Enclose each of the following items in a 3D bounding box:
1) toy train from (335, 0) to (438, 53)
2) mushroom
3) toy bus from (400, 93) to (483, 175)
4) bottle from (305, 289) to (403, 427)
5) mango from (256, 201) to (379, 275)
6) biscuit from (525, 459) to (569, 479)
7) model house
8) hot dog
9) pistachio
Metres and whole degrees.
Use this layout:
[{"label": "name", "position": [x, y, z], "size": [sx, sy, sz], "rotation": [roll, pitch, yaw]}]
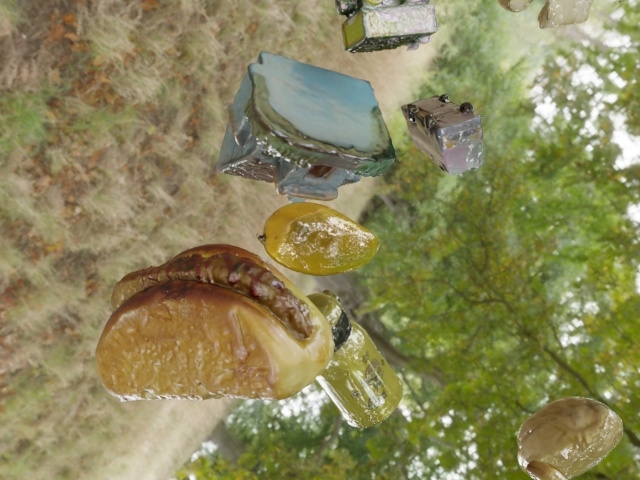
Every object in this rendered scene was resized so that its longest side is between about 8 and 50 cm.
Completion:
[{"label": "toy train", "position": [0.160, -0.559, 1.612], "size": [0.261, 0.177, 0.134], "rotation": [-11, -176, -21]}, {"label": "mushroom", "position": [0.423, -0.483, 1.186], "size": [0.285, 0.151, 0.156], "rotation": [-12, 132, -18]}, {"label": "toy bus", "position": [0.269, -0.240, 1.462], "size": [0.112, 0.138, 0.317], "rotation": [-16, -158, 1]}, {"label": "bottle", "position": [0.050, 0.271, 1.560], "size": [0.171, 0.351, 0.171], "rotation": [-24, -150, 15]}, {"label": "mango", "position": [0.000, 0.000, 0.920], "size": [0.187, 0.101, 0.066], "rotation": [11, 166, -21]}, {"label": "biscuit", "position": [0.483, 0.493, 1.201], "size": [0.047, 0.208, 0.164], "rotation": [-47, -165, -6]}, {"label": "model house", "position": [-0.073, -0.207, 1.568], "size": [0.360, 0.297, 0.339], "rotation": [6, 143, -31]}, {"label": "hot dog", "position": [-0.186, 0.126, 1.064], "size": [0.405, 0.223, 0.185], "rotation": [-6, -168, 24]}, {"label": "pistachio", "position": [0.560, 0.456, 1.511], "size": [0.162, 0.181, 0.293], "rotation": [-85, -161, -44]}]
